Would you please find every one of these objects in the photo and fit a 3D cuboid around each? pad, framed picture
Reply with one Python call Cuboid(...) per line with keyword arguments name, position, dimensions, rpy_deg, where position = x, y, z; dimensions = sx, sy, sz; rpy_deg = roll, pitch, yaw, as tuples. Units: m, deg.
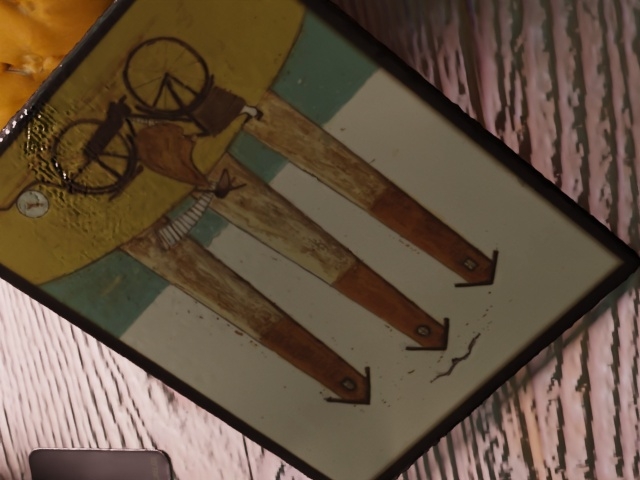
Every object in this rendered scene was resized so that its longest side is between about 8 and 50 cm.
Cuboid(name="pad", position=(-0.143, 0.217, 1.076), dimensions=(0.112, 0.003, 0.157), rpy_deg=(-3, 101, 24))
Cuboid(name="framed picture", position=(-0.017, 0.000, 0.874), dimensions=(0.324, 0.013, 0.244), rpy_deg=(36, 114, -21))

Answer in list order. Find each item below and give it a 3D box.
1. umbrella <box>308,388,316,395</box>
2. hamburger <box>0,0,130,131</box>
Cuboid(name="umbrella", position=(0.000, 0.000, 0.947), dimensions=(0.050, 0.046, 0.188), rpy_deg=(-3, 100, -4))
Cuboid(name="hamburger", position=(-0.192, -0.149, 0.885), dimensions=(0.318, 0.158, 0.319), rpy_deg=(5, 135, 5))
